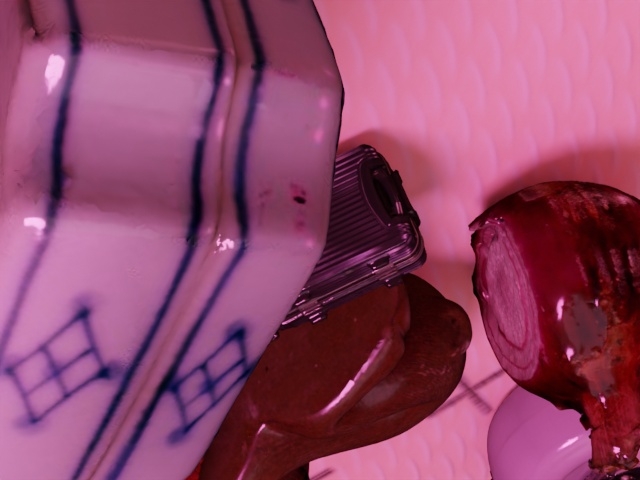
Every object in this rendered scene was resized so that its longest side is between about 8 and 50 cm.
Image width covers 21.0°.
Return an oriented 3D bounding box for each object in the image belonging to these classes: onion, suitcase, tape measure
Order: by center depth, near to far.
[{"bbox_3d":[0.000,0.000,1.086,0.126,0.086,0.059,-26,157,7],"label":"suitcase"},{"bbox_3d":[0.190,0.054,1.152,0.135,0.198,0.173,-21,161,-9],"label":"onion"},{"bbox_3d":[0.222,0.172,1.382,0.178,0.105,0.196,1,139,-25],"label":"tape measure"}]

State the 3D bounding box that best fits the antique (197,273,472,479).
[{"bbox_3d":[-0.012,0.113,1.197,0.257,0.121,0.143,-43,147,16],"label":"antique"}]

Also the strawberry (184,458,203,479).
[{"bbox_3d":[-0.176,0.149,1.120,0.187,0.184,0.201,-16,165,-19],"label":"strawberry"}]

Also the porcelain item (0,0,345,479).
[{"bbox_3d":[-0.115,-0.042,0.821,0.157,0.281,0.286,6,133,-28],"label":"porcelain item"}]
